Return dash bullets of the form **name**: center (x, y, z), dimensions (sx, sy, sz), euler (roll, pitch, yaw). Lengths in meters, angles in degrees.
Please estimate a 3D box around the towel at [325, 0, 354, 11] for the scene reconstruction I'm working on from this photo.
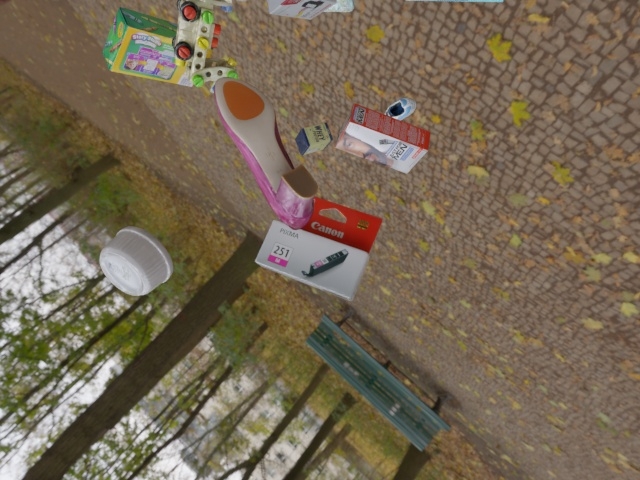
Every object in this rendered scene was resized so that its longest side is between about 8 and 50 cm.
- **towel**: center (-0.029, -1.132, 1.868), dimensions (0.320, 0.090, 0.374), euler (13, 169, 19)

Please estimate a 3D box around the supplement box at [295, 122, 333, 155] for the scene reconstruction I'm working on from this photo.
- **supplement box**: center (-0.020, -0.301, 1.300), dimensions (0.056, 0.083, 0.083), euler (70, 161, 2)

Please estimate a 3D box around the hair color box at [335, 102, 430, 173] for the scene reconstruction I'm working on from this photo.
- **hair color box**: center (0.125, -0.204, 0.887), dimensions (0.167, 0.054, 0.093), euler (18, 155, -9)

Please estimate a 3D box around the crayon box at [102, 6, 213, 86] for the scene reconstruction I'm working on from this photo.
- **crayon box**: center (-0.492, -0.581, 1.338), dimensions (0.165, 0.278, 0.081), euler (-41, 68, 38)

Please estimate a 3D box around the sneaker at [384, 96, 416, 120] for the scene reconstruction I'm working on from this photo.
- **sneaker**: center (0.283, -0.501, 1.770), dimensions (0.237, 0.086, 0.085), euler (-34, 64, 53)

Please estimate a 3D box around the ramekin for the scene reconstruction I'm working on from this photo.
- **ramekin**: center (-0.565, 0.072, 1.328), dimensions (0.207, 0.109, 0.207), euler (15, 131, 18)

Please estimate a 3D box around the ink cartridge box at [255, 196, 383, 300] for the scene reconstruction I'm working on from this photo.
- **ink cartridge box**: center (0.000, 0.000, 1.153), dimensions (0.275, 0.239, 0.060), euler (20, 168, 15)

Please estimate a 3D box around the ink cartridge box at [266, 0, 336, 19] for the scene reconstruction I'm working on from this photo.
- **ink cartridge box**: center (-0.056, -0.730, 1.307), dimensions (0.127, 0.175, 0.073), euler (-5, 99, 48)

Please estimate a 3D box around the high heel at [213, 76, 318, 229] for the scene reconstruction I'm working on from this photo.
- **high heel**: center (-0.088, -0.128, 0.659), dimensions (0.244, 0.082, 0.117), euler (50, 154, 10)

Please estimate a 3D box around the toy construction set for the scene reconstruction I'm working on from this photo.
- **toy construction set**: center (-0.301, -0.570, 1.233), dimensions (0.151, 0.214, 0.328), euler (43, 126, 53)
